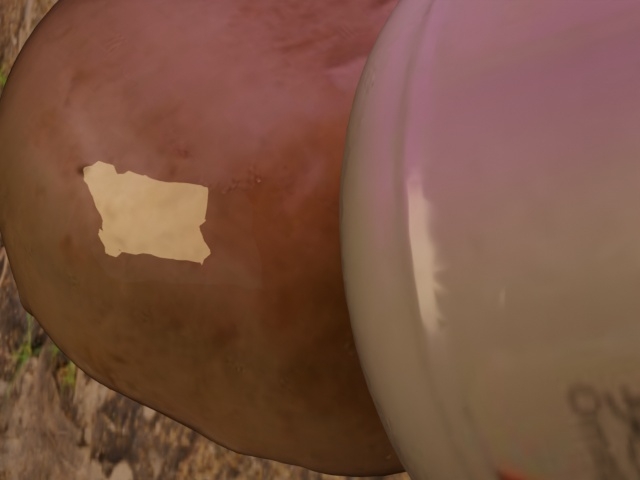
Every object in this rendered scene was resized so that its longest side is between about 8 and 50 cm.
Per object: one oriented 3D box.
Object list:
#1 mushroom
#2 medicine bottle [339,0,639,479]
[{"bbox_3d":[0.000,0.000,0.857,0.290,0.292,0.292,96,155,-53],"label":"mushroom"},{"bbox_3d":[0.197,-0.012,0.580,0.325,0.256,0.256,-11,75,38],"label":"medicine bottle"}]
